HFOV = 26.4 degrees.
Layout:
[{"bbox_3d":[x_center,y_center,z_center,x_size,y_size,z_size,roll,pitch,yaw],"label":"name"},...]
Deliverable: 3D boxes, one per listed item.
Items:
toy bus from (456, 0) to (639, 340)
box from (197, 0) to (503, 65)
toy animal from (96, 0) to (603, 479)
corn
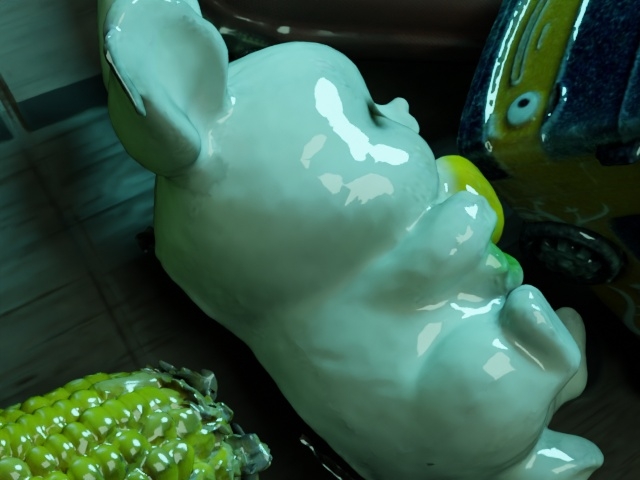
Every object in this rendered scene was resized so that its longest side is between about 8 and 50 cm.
[{"bbox_3d":[0.242,-0.022,0.767,0.323,0.194,0.162,42,59,-34],"label":"toy bus"},{"bbox_3d":[0.062,-0.229,0.834,0.404,0.108,0.263,-3,75,-29],"label":"box"},{"bbox_3d":[0.002,0.000,0.675,0.325,0.208,0.154,40,100,-22],"label":"toy animal"},{"bbox_3d":[-0.168,0.138,0.596,0.318,0.115,0.115,-19,83,-31],"label":"corn"}]
